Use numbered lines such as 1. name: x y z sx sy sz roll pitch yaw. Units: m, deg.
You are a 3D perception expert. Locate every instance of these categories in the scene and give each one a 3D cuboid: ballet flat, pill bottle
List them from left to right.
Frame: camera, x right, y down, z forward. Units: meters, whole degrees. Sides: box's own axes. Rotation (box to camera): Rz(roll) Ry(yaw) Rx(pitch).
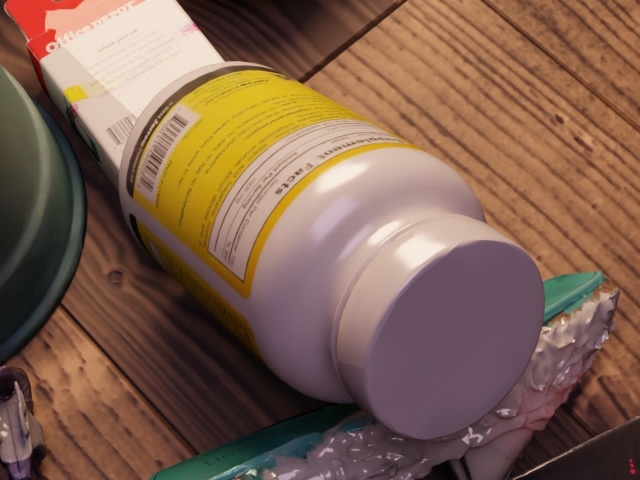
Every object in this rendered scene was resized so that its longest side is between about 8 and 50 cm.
1. pill bottle: 0.000 0.000 0.848 0.188 0.188 0.334 -35 38 -16
2. ballet flat: 0.061 0.161 0.905 0.409 0.147 0.147 -25 69 -9

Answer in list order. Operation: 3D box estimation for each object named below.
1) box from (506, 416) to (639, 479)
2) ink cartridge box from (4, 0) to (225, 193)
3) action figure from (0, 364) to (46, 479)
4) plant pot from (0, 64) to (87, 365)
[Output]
1. box: 0.212 0.290 0.825 0.165 0.143 0.270 -24 68 -12
2. ink cartridge box: -0.165 -0.142 1.040 0.134 0.078 0.231 -33 71 -16
3. action figure: -0.231 0.241 0.861 0.185 0.099 0.285 -19 71 -15
4. plant pot: -0.373 -0.080 0.869 0.341 0.334 0.341 0 67 -1
